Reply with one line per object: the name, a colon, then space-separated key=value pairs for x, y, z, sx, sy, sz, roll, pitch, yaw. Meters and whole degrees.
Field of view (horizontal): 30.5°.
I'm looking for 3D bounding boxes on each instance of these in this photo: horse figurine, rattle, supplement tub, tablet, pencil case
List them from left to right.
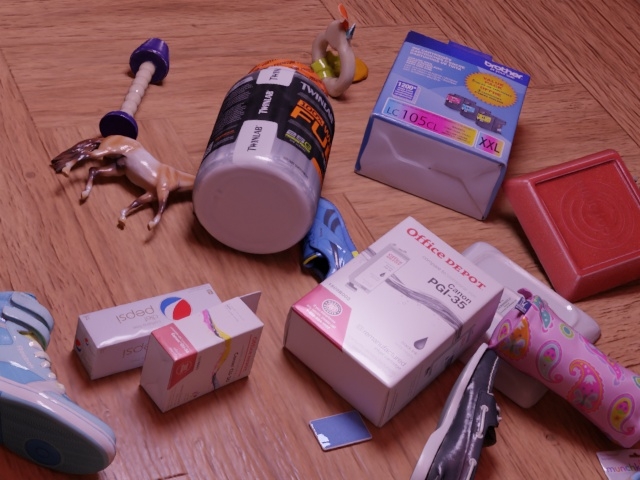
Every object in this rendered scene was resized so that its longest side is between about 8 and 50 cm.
horse figurine: x=-0.319 y=-0.108 z=1.968 sx=0.263 sy=0.066 sz=0.174 roll=30 pitch=47 yaw=9
supplement tub: x=-0.087 y=-0.154 z=1.999 sx=0.207 sy=0.207 sz=0.338 roll=16 pitch=41 yaw=-4
tablet: x=0.029 y=0.279 z=1.721 sx=0.083 sy=0.006 sz=0.054 roll=-9 pitch=48 yaw=-28
rattle: x=0.069 y=-0.385 z=2.318 sx=0.143 sy=0.199 sz=0.130 roll=-1 pitch=45 yaw=-22
pencil case: x=0.397 y=0.198 z=1.823 sx=0.284 sy=0.124 sz=0.124 roll=37 pitch=42 yaw=0

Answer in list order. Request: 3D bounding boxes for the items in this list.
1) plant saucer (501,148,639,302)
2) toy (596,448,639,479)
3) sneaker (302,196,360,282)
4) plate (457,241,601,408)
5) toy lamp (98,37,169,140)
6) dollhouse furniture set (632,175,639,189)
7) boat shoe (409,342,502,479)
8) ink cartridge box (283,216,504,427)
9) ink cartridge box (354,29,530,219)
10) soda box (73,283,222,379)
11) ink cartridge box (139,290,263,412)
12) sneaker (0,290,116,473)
plant saucer: x=0.497 y=-0.041 z=2.131 sx=0.259 sy=0.048 sz=0.258 roll=-17 pitch=69 yaw=-19
toy: x=0.526 y=0.394 z=1.748 sx=0.137 sy=0.056 sz=0.237 roll=2 pitch=44 yaw=-21
sneaker: x=0.000 y=0.000 z=1.966 sx=0.082 sy=0.069 sz=0.209 roll=-1 pitch=46 yaw=-28
plate: x=0.309 y=0.123 z=1.972 sx=0.278 sy=0.045 sz=0.277 roll=37 pitch=43 yaw=19
toy lamp: x=-0.334 y=-0.280 z=2.144 sx=0.080 sy=0.080 sz=0.274 roll=18 pitch=42 yaw=-2
dollhouse furniture set: x=0.557 y=-0.035 z=2.232 sx=0.182 sy=0.101 sz=0.161 roll=16 pitch=65 yaw=-5
boat shoe: x=0.214 y=0.280 z=1.720 sx=0.091 sy=0.114 sz=0.302 roll=26 pitch=53 yaw=9
ink cartridge box: x=0.114 y=0.117 z=1.814 sx=0.207 sy=0.117 sz=0.283 roll=38 pitch=55 yaw=22
ink cartridge box: x=0.246 y=-0.248 z=2.280 sx=0.270 sy=0.151 sz=0.395 roll=21 pitch=39 yaw=2
soda box: x=-0.248 y=0.132 z=1.723 sx=0.216 sy=0.074 sz=0.069 roll=-14 pitch=50 yaw=-33
ink cartridge box: x=-0.156 y=0.158 z=1.699 sx=0.198 sy=0.115 sz=0.067 roll=-21 pitch=54 yaw=-37
sneaker: x=-0.385 y=0.172 z=1.589 sx=0.319 sy=0.127 sz=0.208 roll=26 pitch=42 yaw=6
